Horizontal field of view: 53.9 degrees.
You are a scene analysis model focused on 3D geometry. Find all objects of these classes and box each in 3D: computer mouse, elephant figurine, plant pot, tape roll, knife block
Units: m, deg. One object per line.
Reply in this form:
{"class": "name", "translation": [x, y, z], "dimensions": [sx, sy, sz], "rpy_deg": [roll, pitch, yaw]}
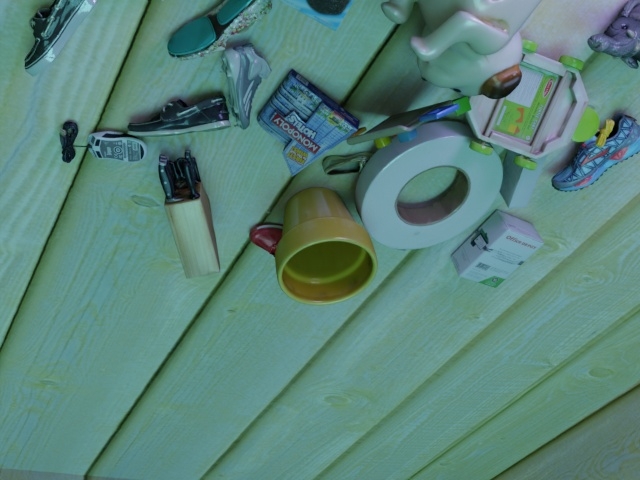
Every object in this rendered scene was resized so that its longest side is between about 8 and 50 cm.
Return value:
{"class": "computer mouse", "translation": [-0.491, -0.218, 1.436], "dimensions": [0.193, 0.042, 0.106], "rpy_deg": [5, 130, -10]}
{"class": "elephant figurine", "translation": [0.706, -0.451, 1.399], "dimensions": [0.239, 0.186, 0.169], "rpy_deg": [21, 95, 1]}
{"class": "plant pot", "translation": [0.000, 0.000, 1.630], "dimensions": [0.254, 0.239, 0.254], "rpy_deg": [-7, 136, -7]}
{"class": "tape roll", "translation": [0.281, -0.132, 1.645], "dimensions": [0.392, 0.072, 0.392], "rpy_deg": [-11, 138, -10]}
{"class": "knife block", "translation": [-0.317, -0.067, 1.495], "dimensions": [0.088, 0.275, 0.242], "rpy_deg": [-11, 166, -2]}

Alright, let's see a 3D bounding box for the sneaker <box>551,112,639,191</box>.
{"class": "sneaker", "translation": [0.716, -0.239, 1.672], "dimensions": [0.262, 0.104, 0.125], "rpy_deg": [-38, 114, 19]}

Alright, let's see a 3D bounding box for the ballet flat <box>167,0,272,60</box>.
{"class": "ballet flat", "translation": [-0.195, -0.424, 1.263], "dimensions": [0.241, 0.091, 0.077], "rpy_deg": [-27, 158, 20]}

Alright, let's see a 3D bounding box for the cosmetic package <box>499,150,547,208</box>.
{"class": "cosmetic package", "translation": [0.532, -0.204, 1.645], "dimensions": [0.060, 0.099, 0.239], "rpy_deg": [-6, 137, -11]}

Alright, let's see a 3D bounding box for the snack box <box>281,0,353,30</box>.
{"class": "snack box", "translation": [-0.066, -0.536, 1.127], "dimensions": [0.322, 0.060, 0.187], "rpy_deg": [24, 133, -16]}

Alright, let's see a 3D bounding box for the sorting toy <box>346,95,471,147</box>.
{"class": "sorting toy", "translation": [0.182, -0.252, 1.416], "dimensions": [0.348, 0.196, 0.047], "rpy_deg": [-4, 112, 50]}

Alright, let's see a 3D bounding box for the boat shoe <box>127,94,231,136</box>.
{"class": "boat shoe", "translation": [-0.318, -0.273, 1.407], "dimensions": [0.233, 0.084, 0.079], "rpy_deg": [-8, 99, 5]}

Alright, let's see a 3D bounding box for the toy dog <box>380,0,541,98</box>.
{"class": "toy dog", "translation": [0.306, -0.473, 1.216], "dimensions": [0.395, 0.284, 0.408], "rpy_deg": [-26, 146, -25]}

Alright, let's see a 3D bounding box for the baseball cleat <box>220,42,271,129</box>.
{"class": "baseball cleat", "translation": [-0.154, -0.331, 1.373], "dimensions": [0.109, 0.072, 0.206], "rpy_deg": [-20, 146, -11]}

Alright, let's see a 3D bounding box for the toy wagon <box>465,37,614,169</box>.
{"class": "toy wagon", "translation": [0.511, -0.302, 1.469], "dimensions": [0.344, 0.068, 0.267], "rpy_deg": [17, 108, -10]}

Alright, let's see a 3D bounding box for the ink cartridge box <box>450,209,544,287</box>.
{"class": "ink cartridge box", "translation": [0.528, 0.029, 1.888], "dimensions": [0.160, 0.092, 0.219], "rpy_deg": [18, 129, -29]}

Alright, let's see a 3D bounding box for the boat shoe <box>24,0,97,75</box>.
{"class": "boat shoe", "translation": [-0.514, -0.413, 1.205], "dimensions": [0.219, 0.077, 0.070], "rpy_deg": [-44, 130, 18]}

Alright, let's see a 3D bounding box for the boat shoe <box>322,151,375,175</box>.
{"class": "boat shoe", "translation": [0.083, -0.187, 1.592], "dimensions": [0.153, 0.048, 0.056], "rpy_deg": [-2, 136, -11]}

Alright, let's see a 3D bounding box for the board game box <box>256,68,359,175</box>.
{"class": "board game box", "translation": [-0.046, -0.252, 1.442], "dimensions": [0.194, 0.060, 0.194], "rpy_deg": [35, 121, -13]}

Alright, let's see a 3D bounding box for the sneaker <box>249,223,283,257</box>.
{"class": "sneaker", "translation": [-0.088, 0.037, 1.728], "dimensions": [0.221, 0.128, 0.087], "rpy_deg": [15, 130, -26]}
